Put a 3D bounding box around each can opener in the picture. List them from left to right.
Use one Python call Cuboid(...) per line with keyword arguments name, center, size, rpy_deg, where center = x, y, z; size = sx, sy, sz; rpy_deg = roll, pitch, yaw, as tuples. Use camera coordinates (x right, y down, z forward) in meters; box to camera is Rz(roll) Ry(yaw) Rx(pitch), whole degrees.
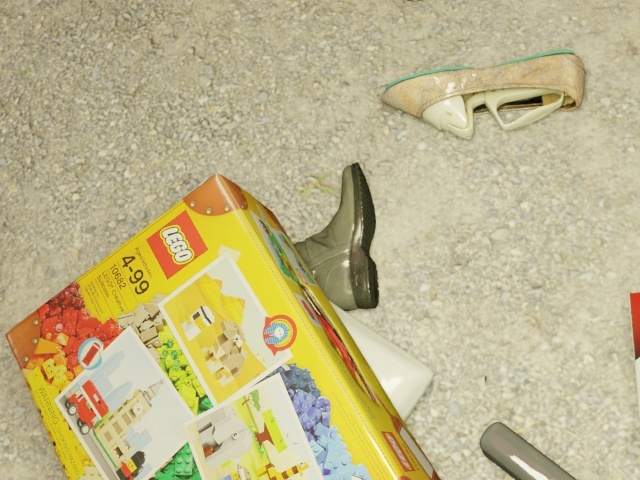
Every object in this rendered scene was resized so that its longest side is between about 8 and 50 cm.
Cuboid(name="can opener", center=(0.309, 0.352, 1.075), size=(0.283, 0.076, 0.095), rpy_deg=(36, 80, 26))

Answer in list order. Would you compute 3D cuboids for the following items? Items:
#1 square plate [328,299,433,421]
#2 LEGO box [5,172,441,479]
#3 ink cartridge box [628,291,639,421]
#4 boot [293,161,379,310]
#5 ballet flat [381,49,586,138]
Cuboid(name="square plate", center=(-0.073, 0.234, 1.212), size=(0.344, 0.049, 0.347), rpy_deg=(33, 89, 23))
Cuboid(name="LEGO box", center=(-0.123, 0.233, 1.097), size=(0.372, 0.193, 0.500), rpy_deg=(-37, 67, 8))
Cuboid(name="ink cartridge box", center=(0.544, 0.183, 0.993), size=(0.309, 0.130, 0.272), rpy_deg=(-13, 67, 35))
Cuboid(name="boot", center=(0.000, 0.000, 1.303), size=(0.161, 0.083, 0.246), rpy_deg=(-7, 67, 16))
Cuboid(name="ballet flat", center=(0.252, -0.217, 1.317), size=(0.316, 0.107, 0.106), rpy_deg=(-9, 73, 12))
